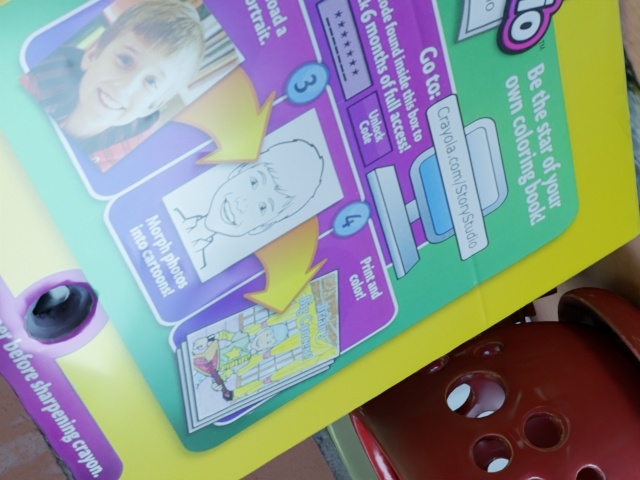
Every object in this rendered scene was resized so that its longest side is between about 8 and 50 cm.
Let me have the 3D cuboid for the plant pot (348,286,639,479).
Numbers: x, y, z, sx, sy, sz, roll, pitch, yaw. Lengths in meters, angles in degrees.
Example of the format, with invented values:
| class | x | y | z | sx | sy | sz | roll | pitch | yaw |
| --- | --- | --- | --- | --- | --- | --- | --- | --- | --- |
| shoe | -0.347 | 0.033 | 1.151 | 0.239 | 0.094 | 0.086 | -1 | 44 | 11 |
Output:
| class | x | y | z | sx | sy | sz | roll | pitch | yaw |
| --- | --- | --- | --- | --- | --- | --- | --- | --- | --- |
| plant pot | 0.132 | 0.133 | 0.857 | 0.191 | 0.174 | 0.191 | 59 | 171 | 14 |

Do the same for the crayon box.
| class | x | y | z | sx | sy | sz | roll | pitch | yaw |
| --- | --- | --- | --- | --- | --- | --- | --- | --- | --- |
| crayon box | -0.025 | -0.066 | 0.640 | 0.106 | 0.313 | 0.363 | 51 | 167 | 39 |

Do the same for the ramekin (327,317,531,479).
| class | x | y | z | sx | sy | sz | roll | pitch | yaw |
| --- | --- | --- | --- | --- | --- | --- | --- | --- | --- |
| ramekin | 0.079 | 0.107 | 1.161 | 0.277 | 0.135 | 0.277 | 157 | 90 | -79 |

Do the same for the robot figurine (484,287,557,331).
| class | x | y | z | sx | sy | sz | roll | pitch | yaw |
| --- | --- | --- | --- | --- | --- | --- | --- | --- | --- |
| robot figurine | 0.046 | -0.071 | 0.973 | 0.291 | 0.085 | 0.211 | 59 | 173 | 48 |
